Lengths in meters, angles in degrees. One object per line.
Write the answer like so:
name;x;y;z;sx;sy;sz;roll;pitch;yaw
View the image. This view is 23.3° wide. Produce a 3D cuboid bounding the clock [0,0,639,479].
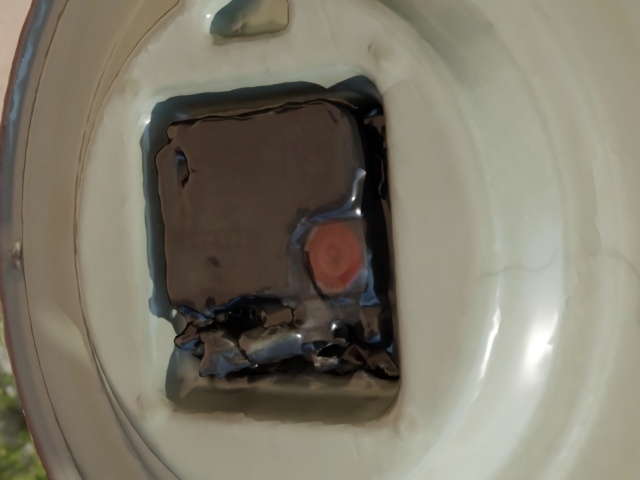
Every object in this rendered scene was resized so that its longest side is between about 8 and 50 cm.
clock;0.000;0.000;0.491;0.318;0.318;0.080;-31;164;39
